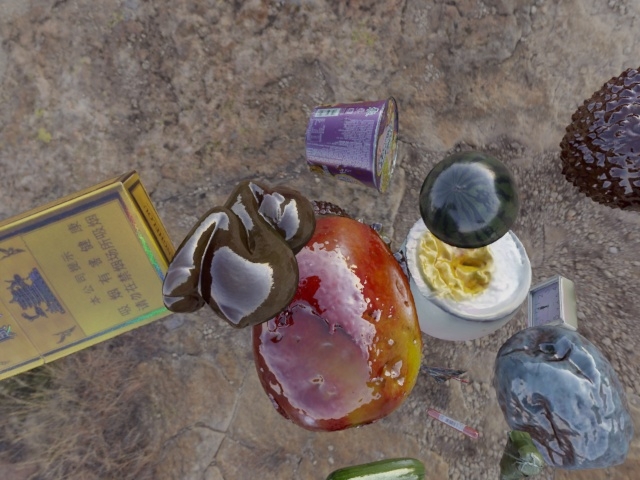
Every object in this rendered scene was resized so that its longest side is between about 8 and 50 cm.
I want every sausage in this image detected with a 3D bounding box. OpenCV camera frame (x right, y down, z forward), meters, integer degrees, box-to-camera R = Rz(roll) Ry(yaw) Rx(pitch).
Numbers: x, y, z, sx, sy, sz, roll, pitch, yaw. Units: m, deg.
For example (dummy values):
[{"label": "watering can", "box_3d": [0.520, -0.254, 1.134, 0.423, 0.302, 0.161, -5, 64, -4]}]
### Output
[{"label": "sausage", "box_3d": [0.447, 0.620, 1.581, 0.223, 0.029, 0.029, 11, 92, 52]}]

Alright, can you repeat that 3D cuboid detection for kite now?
[{"label": "kite", "box_3d": [0.431, 0.462, 1.602, 0.189, 0.232, 0.009, 19, 62, 1]}]

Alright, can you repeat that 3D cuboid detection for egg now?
[{"label": "egg", "box_3d": [0.375, 0.128, 1.349, 0.355, 0.339, 0.354, 2, 62, -3]}]

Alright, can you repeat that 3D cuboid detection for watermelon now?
[{"label": "watermelon", "box_3d": [0.312, -0.083, 0.984, 0.212, 0.212, 0.212, -1, 87, 23]}]

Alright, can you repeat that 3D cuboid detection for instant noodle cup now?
[{"label": "instant noodle cup", "box_3d": [0.112, -0.339, 1.640, 0.266, 0.340, 0.339, 8, 90, 20]}]

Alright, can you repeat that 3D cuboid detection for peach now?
[{"label": "peach", "box_3d": [0.032, 0.157, 0.936, 0.339, 0.353, 0.416, -10, 76, 2]}]

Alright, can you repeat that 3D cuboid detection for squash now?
[{"label": "squash", "box_3d": [0.120, 0.502, 0.982, 0.239, 0.069, 0.069, 1, 90, -22]}]

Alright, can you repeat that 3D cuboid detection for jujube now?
[{"label": "jujube", "box_3d": [0.515, 0.338, 0.990, 0.247, 0.215, 0.307, 0, 121, 48]}]

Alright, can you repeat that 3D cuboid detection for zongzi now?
[{"label": "zongzi", "box_3d": [0.365, 0.425, 0.856, 0.055, 0.109, 0.119, 18, 95, 8]}]

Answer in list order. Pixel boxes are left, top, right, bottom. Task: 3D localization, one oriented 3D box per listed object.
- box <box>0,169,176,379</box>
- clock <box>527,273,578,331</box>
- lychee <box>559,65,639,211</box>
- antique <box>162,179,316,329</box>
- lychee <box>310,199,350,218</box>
[{"label": "box", "box_3d": [-0.354, 0.051, 0.633, 0.302, 0.084, 0.192, -21, 111, 0]}, {"label": "clock", "box_3d": [0.768, 0.227, 1.555, 0.071, 0.147, 0.191, 27, 55, -13]}, {"label": "lychee", "box_3d": [0.580, -0.181, 0.826, 0.265, 0.300, 0.264, 1, 86, -14]}, {"label": "antique", "box_3d": [-0.083, 0.009, 0.628, 0.144, 0.257, 0.121, 11, 123, 10]}, {"label": "lychee", "box_3d": [0.000, 0.000, 1.647, 0.304, 0.276, 0.275, 33, 101, 45]}]
